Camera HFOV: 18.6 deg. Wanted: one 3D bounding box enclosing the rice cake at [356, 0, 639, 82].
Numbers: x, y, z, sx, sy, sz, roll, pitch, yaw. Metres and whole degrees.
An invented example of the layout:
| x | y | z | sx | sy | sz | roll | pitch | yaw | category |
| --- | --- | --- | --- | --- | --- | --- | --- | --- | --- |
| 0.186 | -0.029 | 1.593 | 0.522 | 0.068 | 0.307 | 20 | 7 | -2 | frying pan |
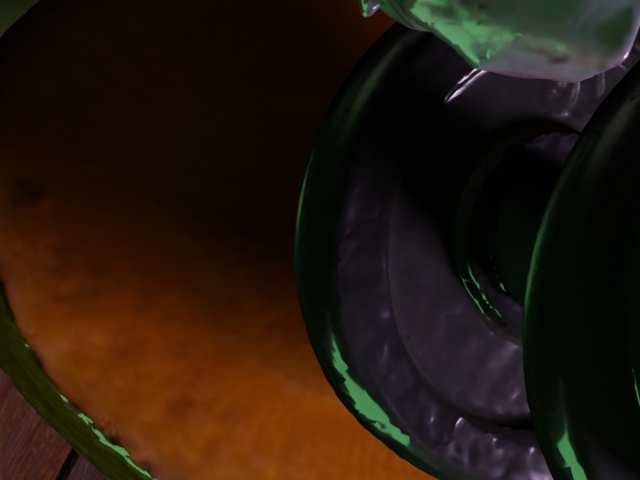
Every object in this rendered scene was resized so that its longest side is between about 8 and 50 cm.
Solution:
| x | y | z | sx | sy | sz | roll | pitch | yaw | category |
| --- | --- | --- | --- | --- | --- | --- | --- | --- | --- |
| 0.010 | -0.093 | 0.524 | 0.081 | 0.051 | 0.290 | 27 | -170 | -18 | rice cake |

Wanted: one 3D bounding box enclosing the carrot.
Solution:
| x | y | z | sx | sy | sz | roll | pitch | yaw | category |
| --- | --- | --- | --- | --- | --- | --- | --- | --- | --- |
| 0.000 | 0.000 | 0.783 | 0.307 | 0.258 | 0.100 | 18 | 162 | -24 | carrot |

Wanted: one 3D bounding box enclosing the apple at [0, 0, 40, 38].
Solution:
| x | y | z | sx | sy | sz | roll | pitch | yaw | category |
| --- | --- | --- | --- | --- | --- | --- | --- | --- | --- |
| -0.183 | -0.108 | 1.337 | 0.346 | 0.254 | 0.179 | 29 | 134 | -18 | apple |

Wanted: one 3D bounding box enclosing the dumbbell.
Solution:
| x | y | z | sx | sy | sz | roll | pitch | yaw | category |
| --- | --- | --- | --- | --- | --- | --- | --- | --- | --- |
| 0.108 | 0.009 | 0.629 | 0.192 | 0.192 | 0.290 | 30 | 174 | -29 | dumbbell |
